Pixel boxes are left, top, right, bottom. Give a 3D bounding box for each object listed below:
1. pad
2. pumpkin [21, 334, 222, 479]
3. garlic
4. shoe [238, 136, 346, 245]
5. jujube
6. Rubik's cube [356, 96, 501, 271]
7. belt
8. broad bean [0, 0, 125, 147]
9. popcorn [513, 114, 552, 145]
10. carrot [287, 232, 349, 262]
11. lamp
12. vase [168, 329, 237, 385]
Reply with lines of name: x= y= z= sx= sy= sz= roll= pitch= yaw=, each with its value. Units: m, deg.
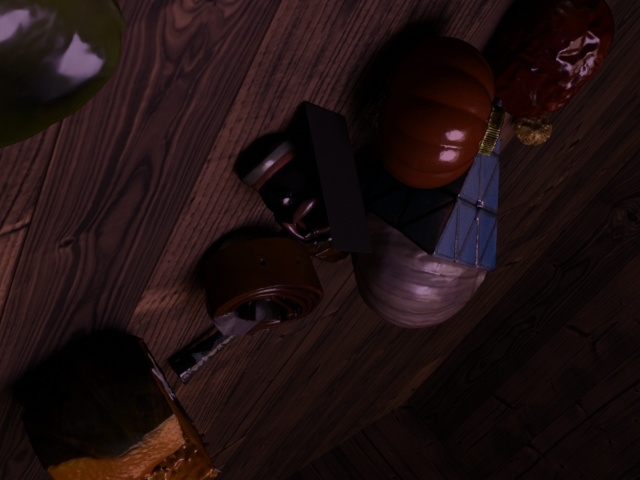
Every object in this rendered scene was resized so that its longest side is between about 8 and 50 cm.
pad: x=0.027 y=-0.086 z=1.267 sx=0.003 sy=0.212 sz=0.143 roll=-14 pitch=172 yaw=24
pumpkin: x=-0.312 y=0.295 z=1.387 sx=0.225 sy=0.256 sz=0.303 roll=-30 pitch=136 yaw=-15
garlic: x=0.191 y=0.021 z=1.697 sx=0.317 sy=0.259 sz=0.318 roll=23 pitch=90 yaw=-88
shoe: x=-0.008 y=-0.062 z=1.327 sx=0.114 sy=0.137 sz=0.291 roll=-43 pitch=162 yaw=11
jujube: x=0.371 y=-0.308 z=1.467 sx=0.174 sy=0.174 sz=0.250 roll=-30 pitch=170 yaw=-28
Rubik's cube: x=0.192 y=-0.067 z=1.443 sx=0.228 sy=0.233 sz=0.229 roll=-14 pitch=162 yaw=-21
belt: x=-0.098 y=0.079 z=1.482 sx=0.184 sy=0.105 sz=0.261 roll=-23 pitch=163 yaw=7
broad bean: x=-0.278 y=-0.140 z=0.665 sx=0.291 sy=0.119 sz=0.238 roll=-22 pitch=164 yaw=-36
popcorn: x=0.451 y=-0.240 z=1.886 sx=0.083 sy=0.082 sz=0.057 roll=-28 pitch=146 yaw=-16
carrot: x=-0.001 y=0.000 z=1.611 sx=0.069 sy=0.069 sz=0.228 roll=-43 pitch=161 yaw=9
lamp: x=0.164 y=-0.184 z=1.294 sx=0.223 sy=0.196 sz=0.223 roll=16 pitch=90 yaw=-89
vase: x=-0.203 y=0.197 z=1.669 sx=0.167 sy=0.059 sz=0.059 roll=-38 pitch=161 yaw=-5
